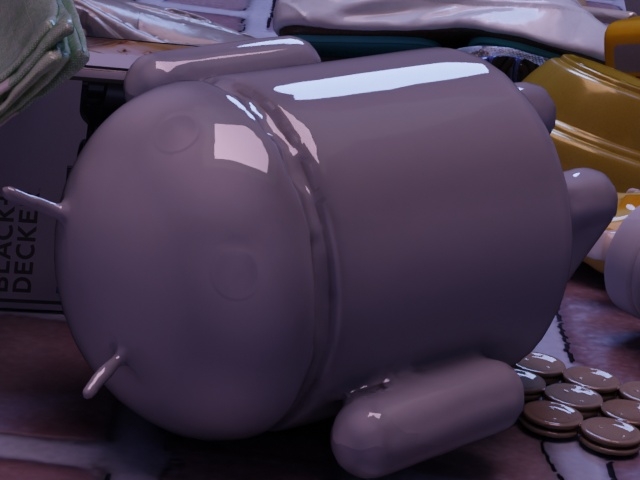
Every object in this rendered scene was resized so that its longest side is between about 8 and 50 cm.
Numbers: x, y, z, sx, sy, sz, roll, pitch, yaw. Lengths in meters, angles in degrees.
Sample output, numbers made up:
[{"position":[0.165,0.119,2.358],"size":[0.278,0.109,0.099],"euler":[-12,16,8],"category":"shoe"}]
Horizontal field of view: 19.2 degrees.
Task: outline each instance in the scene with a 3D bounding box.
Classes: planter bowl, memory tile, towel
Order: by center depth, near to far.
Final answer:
[{"position":[-0.284,-0.057,1.103],"size":[0.325,0.038,0.248],"euler":[-34,23,1],"category":"towel"},{"position":[0.137,0.095,1.162],"size":[0.148,0.012,0.113],"euler":[15,19,21],"category":"memory tile"},{"position":[0.236,-0.101,1.610],"size":[0.217,0.090,0.217],"euler":[20,12,-4],"category":"planter bowl"}]

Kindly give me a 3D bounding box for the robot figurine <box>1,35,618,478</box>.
[{"position":[0.000,0.000,1.072],"size":[0.353,0.200,0.300],"euler":[-10,53,-34],"category":"robot figurine"}]

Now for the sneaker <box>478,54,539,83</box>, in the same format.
[{"position":[0.126,-0.144,1.798],"size":[0.221,0.083,0.087],"euler":[6,9,-15],"category":"sneaker"}]

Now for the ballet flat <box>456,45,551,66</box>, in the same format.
[{"position":[0.206,-0.153,1.890],"size":[0.188,0.070,0.070],"euler":[4,18,0],"category":"ballet flat"}]

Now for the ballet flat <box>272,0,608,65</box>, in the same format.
[{"position":[0.152,-0.240,1.975],"size":[0.400,0.139,0.139],"euler":[8,18,5],"category":"ballet flat"}]

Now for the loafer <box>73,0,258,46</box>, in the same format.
[{"position":[-0.167,-0.158,1.686],"size":[0.319,0.112,0.111],"euler":[15,12,-3],"category":"loafer"}]

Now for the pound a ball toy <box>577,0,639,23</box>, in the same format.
[{"position":[0.430,-0.239,2.189],"size":[0.208,0.136,0.319],"euler":[-25,27,-13],"category":"pound a ball toy"}]

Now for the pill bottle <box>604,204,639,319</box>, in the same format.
[{"position":[0.281,0.038,1.233],"size":[0.112,0.112,0.186],"euler":[-7,23,-38],"category":"pill bottle"}]

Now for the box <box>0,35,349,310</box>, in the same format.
[{"position":[-0.083,-0.038,1.236],"size":[0.290,0.169,0.087],"euler":[5,20,-13],"category":"box"}]

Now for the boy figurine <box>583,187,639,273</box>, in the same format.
[{"position":[0.245,-0.009,1.408],"size":[0.285,0.092,0.177],"euler":[12,15,23],"category":"boy figurine"}]

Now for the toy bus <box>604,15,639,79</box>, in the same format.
[{"position":[0.367,-0.141,1.700],"size":[0.332,0.130,0.108],"euler":[0,12,34],"category":"toy bus"}]
